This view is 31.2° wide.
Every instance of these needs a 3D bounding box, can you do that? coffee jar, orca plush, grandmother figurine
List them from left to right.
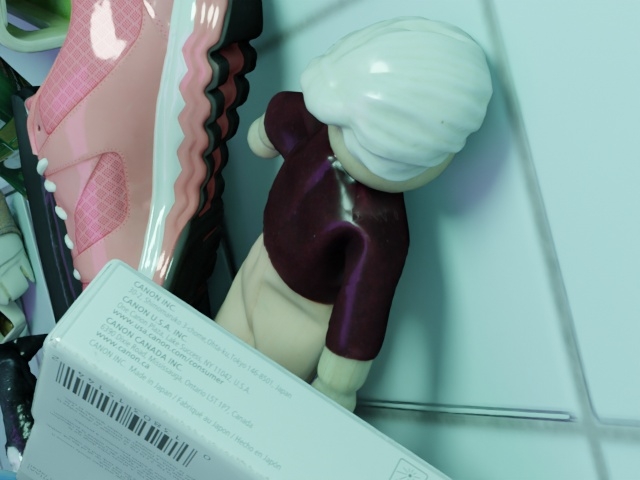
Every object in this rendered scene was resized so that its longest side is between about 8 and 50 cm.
[{"bbox_3d":[-0.278,-0.102,1.032,0.096,0.079,0.184,54,-177,33],"label":"coffee jar"},{"bbox_3d":[-0.289,0.242,1.326,0.151,0.102,0.287,30,-137,-66],"label":"orca plush"},{"bbox_3d":[0.000,0.000,0.674,0.208,0.104,0.342,63,146,26],"label":"grandmother figurine"}]

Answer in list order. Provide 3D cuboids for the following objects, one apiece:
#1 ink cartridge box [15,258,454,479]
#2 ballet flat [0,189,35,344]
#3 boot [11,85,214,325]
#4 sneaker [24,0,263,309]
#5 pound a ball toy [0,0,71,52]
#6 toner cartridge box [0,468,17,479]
[{"bbox_3d":[-0.037,0.164,0.686,0.296,0.066,0.261,34,149,0],"label":"ink cartridge box"},{"bbox_3d":[-0.396,0.050,1.386,0.106,0.107,0.316,39,145,16],"label":"ballet flat"},{"bbox_3d":[-0.201,0.083,0.992,0.367,0.146,0.445,6,114,48],"label":"boot"},{"bbox_3d":[-0.134,-0.047,0.767,0.136,0.116,0.314,16,104,8],"label":"sneaker"},{"bbox_3d":[-0.311,-0.299,1.015,0.319,0.135,0.208,31,129,50],"label":"pound a ball toy"},{"bbox_3d":[-0.231,0.279,0.939,0.347,0.075,0.165,-5,112,50],"label":"toner cartridge box"}]
